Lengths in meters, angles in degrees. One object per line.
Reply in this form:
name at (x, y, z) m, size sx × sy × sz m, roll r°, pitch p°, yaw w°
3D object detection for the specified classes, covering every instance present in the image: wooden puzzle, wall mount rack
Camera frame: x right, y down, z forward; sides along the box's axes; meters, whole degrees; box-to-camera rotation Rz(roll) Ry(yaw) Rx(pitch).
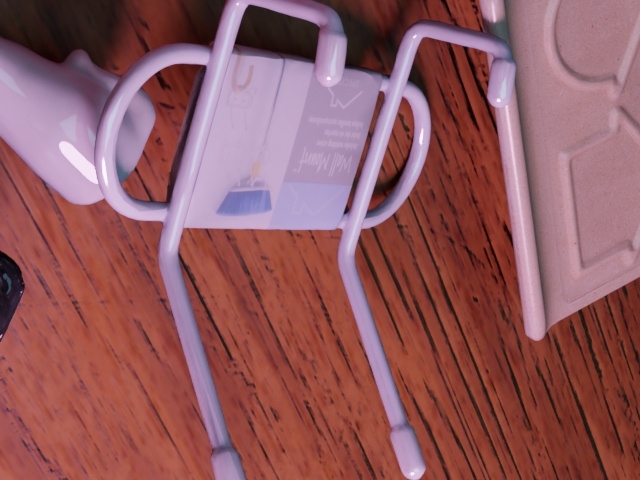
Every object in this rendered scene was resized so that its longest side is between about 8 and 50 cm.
wooden puzzle at (0.248, -0.134, 1.492) m, size 0.348 × 0.080 × 0.322 m, roll -30°, pitch 127°, yaw -26°
wall mount rack at (0.000, 0.000, 1.280) m, size 0.350 × 0.130 × 0.304 m, roll 1°, pitch 107°, yaw -54°

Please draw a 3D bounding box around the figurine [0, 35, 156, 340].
figurine at (-0.235, -0.058, 1.179) m, size 0.215 × 0.092 × 0.209 m, roll -52°, pitch 127°, yaw -3°
